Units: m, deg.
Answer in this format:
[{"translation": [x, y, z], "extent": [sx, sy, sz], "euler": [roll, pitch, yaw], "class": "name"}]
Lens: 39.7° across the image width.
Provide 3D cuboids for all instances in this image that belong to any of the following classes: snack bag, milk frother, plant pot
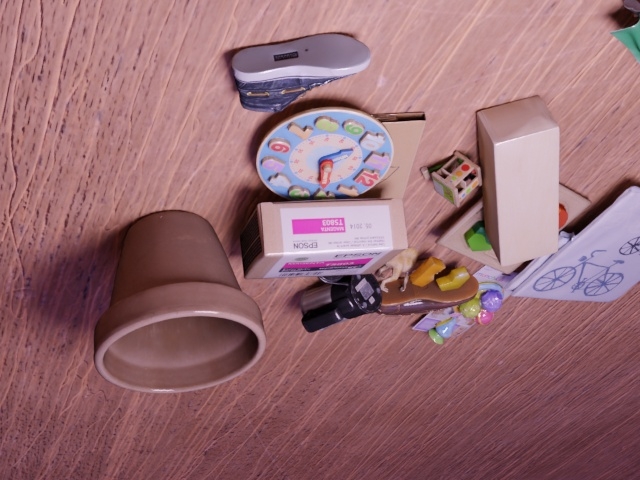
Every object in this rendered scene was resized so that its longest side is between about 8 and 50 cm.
[{"translation": [0.571, 0.013, 1.713], "extent": [0.323, 0.037, 0.342], "euler": [6, 140, -34], "class": "snack bag"}, {"translation": [0.014, 0.086, 1.621], "extent": [0.134, 0.143, 0.129], "euler": [-24, 174, 39], "class": "milk frother"}, {"translation": [-0.230, 0.087, 1.409], "extent": [0.262, 0.229, 0.263], "euler": [-9, 145, -6], "class": "plant pot"}]

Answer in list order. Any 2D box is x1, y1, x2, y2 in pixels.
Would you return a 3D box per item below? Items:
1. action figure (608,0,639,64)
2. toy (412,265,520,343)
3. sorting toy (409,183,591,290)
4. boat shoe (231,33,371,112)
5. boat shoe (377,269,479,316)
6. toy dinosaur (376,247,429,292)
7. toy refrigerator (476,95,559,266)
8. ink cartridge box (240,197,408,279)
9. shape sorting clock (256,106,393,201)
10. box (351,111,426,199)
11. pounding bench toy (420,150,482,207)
[{"translation": [0.503, -0.274, 1.270], "extent": [0.137, 0.064, 0.232], "euler": [-28, 139, 19], "class": "action figure"}, {"translation": [0.316, 0.145, 1.826], "extent": [0.136, 0.056, 0.237], "euler": [14, 138, -36], "class": "toy"}, {"translation": [0.318, 0.003, 1.599], "extent": [0.229, 0.041, 0.307], "euler": [19, 128, -38], "class": "sorting toy"}, {"translation": [-0.025, -0.221, 1.184], "extent": [0.183, 0.065, 0.083], "euler": [-5, 148, -1], "class": "boat shoe"}, {"translation": [0.202, 0.106, 1.722], "extent": [0.206, 0.073, 0.073], "euler": [-4, 148, 1], "class": "boat shoe"}, {"translation": [0.140, 0.047, 1.646], "extent": [0.183, 0.053, 0.093], "euler": [10, 125, -41], "class": "toy dinosaur"}, {"translation": [0.316, -0.091, 1.415], "extent": [0.102, 0.094, 0.270], "euler": [-15, 135, 0], "class": "toy refrigerator"}, {"translation": [0.000, 0.000, 1.432], "extent": [0.234, 0.088, 0.193], "euler": [-2, 168, -14], "class": "ink cartridge box"}, {"translation": [0.007, -0.120, 1.317], "extent": [0.206, 0.040, 0.206], "euler": [-8, 145, -6], "class": "shape sorting clock"}, {"translation": [0.068, -0.122, 1.388], "extent": [0.164, 0.021, 0.201], "euler": [-4, 145, -12], "class": "box"}, {"translation": [0.211, -0.110, 1.431], "extent": [0.065, 0.083, 0.052], "euler": [-43, 150, -11], "class": "pounding bench toy"}]
